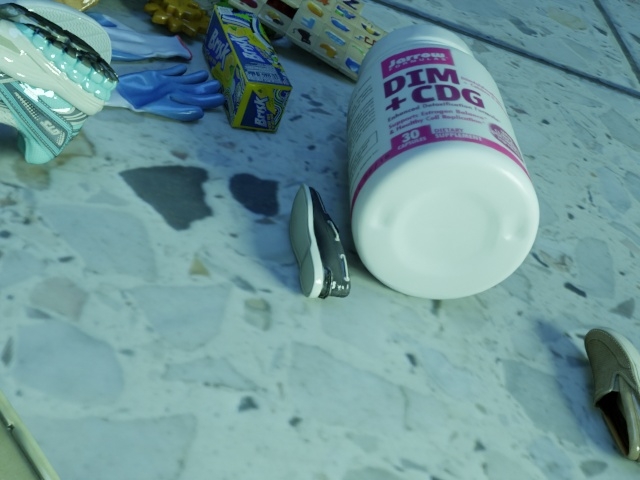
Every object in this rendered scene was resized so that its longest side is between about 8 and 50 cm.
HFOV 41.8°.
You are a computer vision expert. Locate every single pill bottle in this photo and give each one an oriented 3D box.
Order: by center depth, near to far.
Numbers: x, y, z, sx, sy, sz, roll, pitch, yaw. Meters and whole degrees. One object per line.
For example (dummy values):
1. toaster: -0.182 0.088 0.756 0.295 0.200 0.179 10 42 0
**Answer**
1. pill bottle: 0.106 -0.091 0.812 0.160 0.160 0.283 15 36 -11

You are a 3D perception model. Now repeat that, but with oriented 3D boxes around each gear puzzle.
1. gear puzzle: -0.107 -0.326 1.099 0.175 0.044 0.339 36 37 17

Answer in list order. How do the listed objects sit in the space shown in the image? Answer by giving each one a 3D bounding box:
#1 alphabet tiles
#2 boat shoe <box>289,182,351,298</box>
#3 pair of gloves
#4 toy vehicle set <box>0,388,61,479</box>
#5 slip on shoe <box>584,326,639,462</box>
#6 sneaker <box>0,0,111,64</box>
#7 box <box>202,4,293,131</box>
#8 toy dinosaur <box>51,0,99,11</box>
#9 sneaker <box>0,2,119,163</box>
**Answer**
1. alphabet tiles: 0.008 -0.292 1.107 0.237 0.009 0.198 30 39 -10
2. boat shoe: 0.000 0.000 0.734 0.038 0.046 0.125 8 41 -20
3. pair of gloves: -0.197 -0.190 0.894 0.159 0.023 0.198 -4 44 -33
4. toy vehicle set: -0.260 0.156 0.396 0.266 0.035 0.166 -16 51 -42
5. slip on shoe: 0.250 0.128 0.707 0.041 0.051 0.135 -2 47 -13
6. sneaker: -0.319 -0.180 0.747 0.258 0.094 0.091 -9 33 -38
7. box: -0.084 -0.192 0.926 0.054 0.059 0.169 5 39 -25
8. toy dinosaur: -0.259 -0.275 0.922 0.211 0.064 0.112 -30 51 -15
9. sneaker: -0.301 -0.146 0.638 0.283 0.122 0.110 28 12 -33
